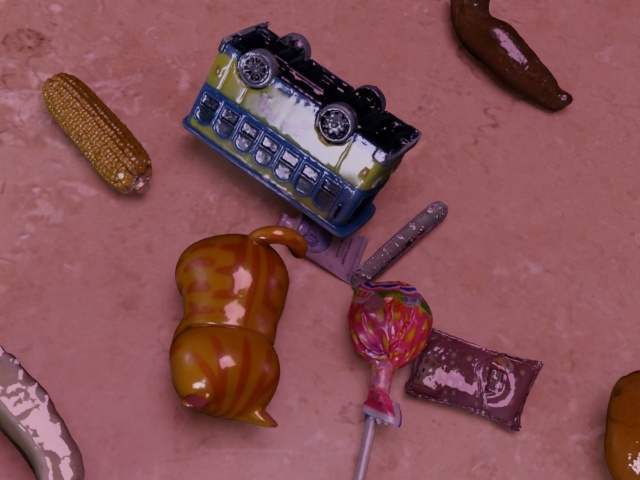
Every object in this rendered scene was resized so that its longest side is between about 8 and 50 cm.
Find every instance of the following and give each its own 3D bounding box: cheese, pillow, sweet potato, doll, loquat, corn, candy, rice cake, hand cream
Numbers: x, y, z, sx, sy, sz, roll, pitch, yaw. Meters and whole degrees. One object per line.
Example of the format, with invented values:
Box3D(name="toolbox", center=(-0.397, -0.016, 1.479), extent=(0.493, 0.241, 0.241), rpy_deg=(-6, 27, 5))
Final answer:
Box3D(name="cheese", center=(-0.461, 0.289, 1.414), extent=(0.332, 0.153, 0.292), rpy_deg=(38, 62, 11))
Box3D(name="pillow", center=(0.221, 0.201, 1.658), extent=(0.185, 0.043, 0.118), rpy_deg=(19, 66, 3))
Box3D(name="sweet potato", center=(0.318, -0.330, 1.937), extent=(0.112, 0.085, 0.286), rpy_deg=(-36, 74, -30))
Box3D(name="doll", center=(-0.123, 0.119, 1.571), extent=(0.166, 0.162, 0.269), rpy_deg=(14, 70, -21))
Box3D(name="loquat", center=(0.490, 0.275, 1.603), extent=(0.187, 0.176, 0.234), rpy_deg=(13, 62, -23))
Box3D(name="corn", center=(-0.336, -0.162, 1.723), extent=(0.080, 0.080, 0.238), rpy_deg=(-35, 75, -25))
Box3D(name="candy", center=(0.073, 0.229, 1.594), extent=(0.124, 0.124, 0.365), rpy_deg=(15, 69, -3))
Box3D(name="rice cake", center=(0.121, 0.007, 1.747), extent=(0.033, 0.033, 0.207), rpy_deg=(43, 63, 13))
Box3D(name="hand cream", center=(0.000, 0.000, 1.722), extent=(0.142, 0.053, 0.084), rpy_deg=(26, 63, -8))

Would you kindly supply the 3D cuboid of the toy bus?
Box3D(name="toy bus", center=(-0.027, -0.170, 1.711), extent=(0.312, 0.190, 0.152), rpy_deg=(35, 29, 9))
